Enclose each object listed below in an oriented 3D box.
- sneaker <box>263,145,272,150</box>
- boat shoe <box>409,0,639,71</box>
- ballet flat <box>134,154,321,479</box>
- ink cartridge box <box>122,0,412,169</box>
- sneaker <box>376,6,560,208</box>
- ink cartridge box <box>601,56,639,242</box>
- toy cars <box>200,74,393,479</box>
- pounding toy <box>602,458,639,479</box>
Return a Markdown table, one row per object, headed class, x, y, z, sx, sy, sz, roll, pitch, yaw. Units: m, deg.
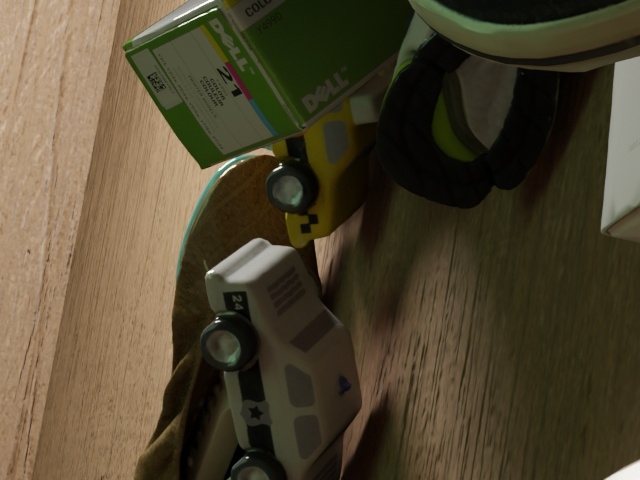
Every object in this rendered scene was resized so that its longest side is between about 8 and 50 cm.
| class | x | y | z | sx | sy | sz | roll | pitch | yaw |
| --- | --- | --- | --- | --- | --- | --- | --- | --- | --- |
| sneaker | -0.048 | -0.240 | 1.508 | 0.182 | 0.127 | 0.315 | -83 | -20 | -55 |
| boat shoe | 0.164 | -0.242 | 0.474 | 0.500 | 0.156 | 0.186 | -45 | 46 | 30 |
| ballet flat | -0.061 | 0.106 | 1.487 | 0.124 | 0.116 | 0.342 | 51 | 131 | 46 |
| ink cartridge box | 0.026 | -0.149 | 1.175 | 0.189 | 0.097 | 0.255 | -40 | 14 | -31 |
| sneaker | 0.106 | -0.167 | 1.047 | 0.121 | 0.111 | 0.300 | -86 | 19 | -55 |
| ink cartridge box | 0.173 | -0.086 | 0.636 | 0.082 | 0.140 | 0.190 | 144 | 136 | -68 |
| toy cars | 0.000 | 0.000 | 1.324 | 0.176 | 0.087 | 0.393 | 45 | -134 | -56 |
| pounding toy | 0.151 | 0.154 | 0.665 | 0.237 | 0.110 | 0.183 | -37 | 20 | 23 |
